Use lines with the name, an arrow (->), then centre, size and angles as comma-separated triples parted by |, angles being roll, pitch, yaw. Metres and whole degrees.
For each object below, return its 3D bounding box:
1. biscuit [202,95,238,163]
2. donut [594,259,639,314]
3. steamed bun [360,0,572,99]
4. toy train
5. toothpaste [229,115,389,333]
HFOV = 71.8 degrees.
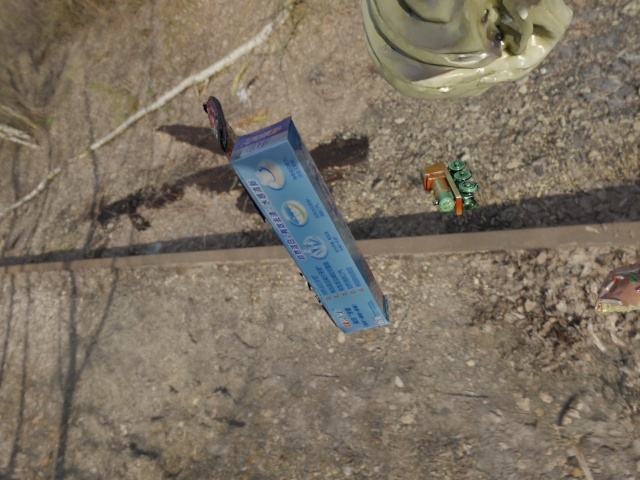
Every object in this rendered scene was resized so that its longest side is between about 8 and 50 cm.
biscuit -> -0.205, -0.230, 1.063 | 0.063, 0.235, 0.151 | -32, 68, 4
donut -> 0.464, 0.082, 0.595 | 0.117, 0.166, 0.065 | -64, 6, -15
steamed bun -> 0.222, -0.391, 0.706 | 0.352, 0.339, 0.247 | -21, 21, 35
toy train -> 0.184, -0.076, 0.631 | 0.064, 0.044, 0.103 | -10, 39, 5
toothpaste -> 0.000, 0.000, 0.485 | 0.066, 0.272, 0.053 | -18, 37, 17
